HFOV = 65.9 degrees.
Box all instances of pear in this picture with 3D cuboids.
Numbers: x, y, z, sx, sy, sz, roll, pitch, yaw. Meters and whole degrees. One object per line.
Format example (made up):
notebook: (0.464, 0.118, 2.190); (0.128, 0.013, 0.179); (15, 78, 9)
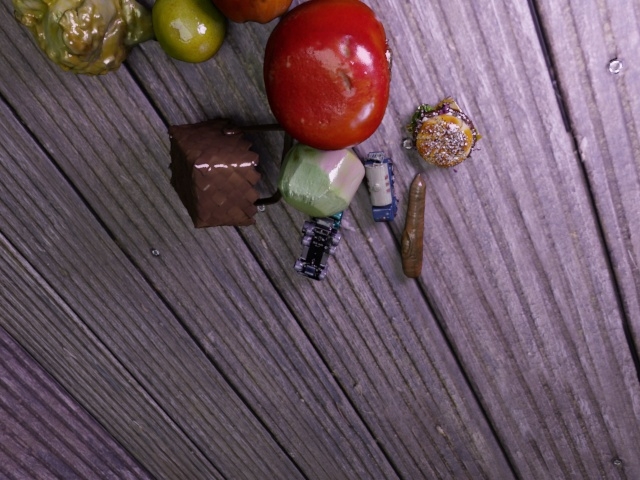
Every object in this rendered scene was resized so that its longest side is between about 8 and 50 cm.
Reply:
pear: (-0.300, -0.537, 1.201); (0.216, 0.166, 0.180); (-30, 99, 9)

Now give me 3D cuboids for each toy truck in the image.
toy truck: (0.168, -0.146, 1.358); (0.074, 0.088, 0.202); (-2, 124, 17)
toy truck: (0.000, 0.000, 1.494); (0.114, 0.124, 0.254); (20, 129, 4)

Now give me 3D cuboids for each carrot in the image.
carrot: (0.268, -0.034, 1.423); (0.070, 0.070, 0.343); (6, 124, 14)

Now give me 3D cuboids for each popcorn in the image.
popcorn: (-0.595, -0.549, 1.221); (0.237, 0.293, 0.293); (49, 126, 4)

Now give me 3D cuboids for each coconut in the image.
coconut: (0.007, -0.182, 1.314); (0.204, 0.236, 0.236); (29, 130, -27)

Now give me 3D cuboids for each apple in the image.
apple: (-0.159, -0.595, 1.072); (0.233, 0.234, 0.234); (9, 126, 12)

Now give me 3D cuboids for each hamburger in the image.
hamburger: (0.303, -0.258, 1.233); (0.189, 0.093, 0.164); (38, 127, -8)

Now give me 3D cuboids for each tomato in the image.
tomato: (0.017, -0.380, 1.127); (0.289, 0.293, 0.325); (-1, 134, 4)

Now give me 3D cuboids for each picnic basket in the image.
picnic basket: (-0.237, -0.191, 1.356); (0.320, 0.291, 0.254); (-11, 131, -29)
